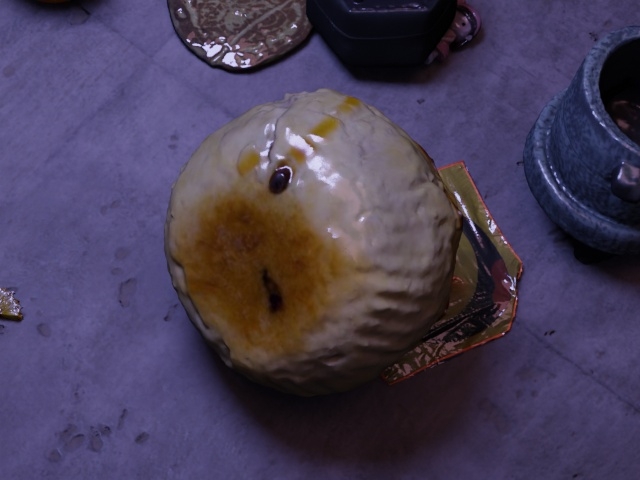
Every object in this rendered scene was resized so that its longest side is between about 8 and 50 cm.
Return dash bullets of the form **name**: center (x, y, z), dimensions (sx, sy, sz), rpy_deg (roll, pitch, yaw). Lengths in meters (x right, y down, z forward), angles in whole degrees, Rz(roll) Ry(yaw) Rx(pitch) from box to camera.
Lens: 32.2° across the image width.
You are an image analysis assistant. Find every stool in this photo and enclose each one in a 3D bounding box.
- **stool**: center (0.093, -0.378, 1.670), dimensions (0.232, 0.141, 0.232), rpy_deg (0, 60, 0)

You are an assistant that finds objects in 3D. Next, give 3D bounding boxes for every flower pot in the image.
- **flower pot**: center (0.445, -0.115, 1.563), dimensions (0.299, 0.283, 0.299), rpy_deg (5, 63, -9)

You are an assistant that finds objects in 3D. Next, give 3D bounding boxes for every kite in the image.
- **kite**: center (0.131, 0.030, 1.599), dimensions (0.327, 0.013, 0.377), rpy_deg (17, 66, 1)

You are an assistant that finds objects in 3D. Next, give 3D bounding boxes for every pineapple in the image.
- **pineapple**: center (-0.439, 0.081, 1.494), dimensions (0.083, 0.019, 0.045), rpy_deg (10, 68, 0)

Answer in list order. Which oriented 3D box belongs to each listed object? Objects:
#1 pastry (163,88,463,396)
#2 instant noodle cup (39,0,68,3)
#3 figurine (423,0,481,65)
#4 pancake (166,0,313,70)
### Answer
- **pastry**: center (0.000, 0.000, 1.418), dimensions (0.388, 0.388, 0.312), rpy_deg (50, 26, 14)
- **instant noodle cup**: center (-0.405, -0.439, 1.669), dimensions (0.177, 0.125, 0.208), rpy_deg (-40, 80, -19)
- **figurine**: center (0.197, -0.326, 1.749), dimensions (0.129, 0.054, 0.072), rpy_deg (-41, 62, -14)
- **pancake**: center (-0.122, -0.379, 1.735), dimensions (0.250, 0.031, 0.250), rpy_deg (3, 66, -7)
